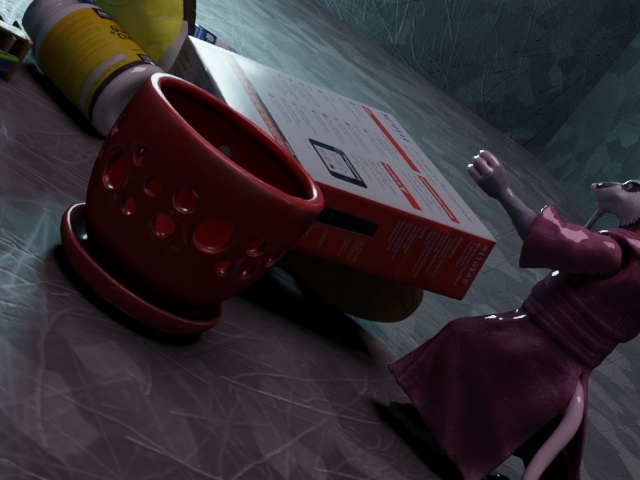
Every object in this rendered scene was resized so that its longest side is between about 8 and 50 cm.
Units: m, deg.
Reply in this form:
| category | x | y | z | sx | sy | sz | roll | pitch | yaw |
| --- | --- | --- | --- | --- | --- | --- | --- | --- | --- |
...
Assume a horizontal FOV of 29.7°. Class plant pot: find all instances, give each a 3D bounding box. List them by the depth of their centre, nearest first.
| category | x | y | z | sx | sy | sz | roll | pitch | yaw |
| --- | --- | --- | --- | --- | --- | --- | --- | --- | --- |
| plant pot | -0.119 | -0.025 | 1.071 | 0.191 | 0.174 | 0.191 | 34 | 16 | -11 |

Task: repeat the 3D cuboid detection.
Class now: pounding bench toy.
| category | x | y | z | sx | sy | sz | roll | pitch | yaw |
| --- | --- | --- | --- | --- | --- | --- | --- | --- | --- |
| pounding bench toy | -0.347 | -0.207 | 1.309 | 0.065 | 0.052 | 0.083 | 23 | 22 | -45 |

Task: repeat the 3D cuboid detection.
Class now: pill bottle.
| category | x | y | z | sx | sy | sz | roll | pitch | yaw |
| --- | --- | --- | --- | --- | --- | --- | --- | --- | --- |
| pill bottle | -0.266 | -0.210 | 1.403 | 0.184 | 0.103 | 0.103 | 46 | 17 | 24 |

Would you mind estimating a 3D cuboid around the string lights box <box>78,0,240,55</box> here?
| category | x | y | z | sx | sy | sz | roll | pitch | yaw |
| --- | --- | --- | --- | --- | --- | --- | --- | --- | --- |
| string lights box | -0.239 | -0.269 | 1.625 | 0.260 | 0.077 | 0.133 | 33 | 33 | -18 |

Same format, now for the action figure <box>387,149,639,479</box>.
| category | x | y | z | sx | sy | sz | roll | pitch | yaw |
| --- | --- | --- | --- | --- | --- | --- | --- | --- | --- |
| action figure | 0.238 | 0.084 | 1.184 | 0.248 | 0.370 | 0.275 | 28 | 17 | -36 |

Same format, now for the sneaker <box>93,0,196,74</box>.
| category | x | y | z | sx | sy | sz | roll | pitch | yaw |
| --- | --- | --- | --- | --- | --- | --- | --- | --- | --- |
| sneaker | -0.256 | -0.379 | 1.448 | 0.147 | 0.145 | 0.384 | -18 | 97 | -59 |

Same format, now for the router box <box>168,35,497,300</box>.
| category | x | y | z | sx | sy | sz | roll | pitch | yaw |
| --- | --- | --- | --- | --- | --- | --- | --- | --- | --- |
| router box | -0.001 | -0.087 | 1.363 | 0.301 | 0.082 | 0.335 | 18 | 23 | -27 |

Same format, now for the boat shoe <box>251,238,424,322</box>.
| category | x | y | z | sx | sy | sz | roll | pitch | yaw |
| --- | --- | --- | --- | --- | --- | --- | --- | --- | --- |
| boat shoe | 0.000 | 0.000 | 1.408 | 0.277 | 0.098 | 0.096 | 31 | 18 | -20 |
